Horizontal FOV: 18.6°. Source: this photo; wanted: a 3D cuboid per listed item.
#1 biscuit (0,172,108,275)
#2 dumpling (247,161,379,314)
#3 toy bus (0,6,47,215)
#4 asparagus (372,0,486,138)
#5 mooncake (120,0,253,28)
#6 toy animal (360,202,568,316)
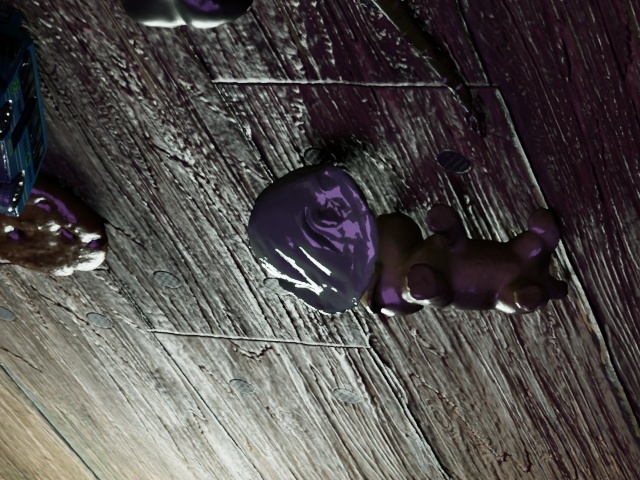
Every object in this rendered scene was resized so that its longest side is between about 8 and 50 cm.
[{"bbox_3d":[-0.355,-0.024,2.345,0.212,0.036,0.212,15,149,9],"label":"biscuit"},{"bbox_3d":[0.002,-0.014,2.080,0.152,0.108,0.219,34,150,-11],"label":"dumpling"},{"bbox_3d":[-0.361,-0.136,2.073,0.113,0.134,0.246,18,151,8],"label":"toy bus"},{"bbox_3d":[0.100,-0.177,1.847,0.025,0.024,0.248,2,147,40],"label":"asparagus"},{"bbox_3d":[-0.129,-0.266,1.765,0.175,0.104,0.168,31,142,-25],"label":"mooncake"},{"bbox_3d":[0.145,0.026,2.068,0.233,0.121,0.169,3,163,9],"label":"toy animal"}]
